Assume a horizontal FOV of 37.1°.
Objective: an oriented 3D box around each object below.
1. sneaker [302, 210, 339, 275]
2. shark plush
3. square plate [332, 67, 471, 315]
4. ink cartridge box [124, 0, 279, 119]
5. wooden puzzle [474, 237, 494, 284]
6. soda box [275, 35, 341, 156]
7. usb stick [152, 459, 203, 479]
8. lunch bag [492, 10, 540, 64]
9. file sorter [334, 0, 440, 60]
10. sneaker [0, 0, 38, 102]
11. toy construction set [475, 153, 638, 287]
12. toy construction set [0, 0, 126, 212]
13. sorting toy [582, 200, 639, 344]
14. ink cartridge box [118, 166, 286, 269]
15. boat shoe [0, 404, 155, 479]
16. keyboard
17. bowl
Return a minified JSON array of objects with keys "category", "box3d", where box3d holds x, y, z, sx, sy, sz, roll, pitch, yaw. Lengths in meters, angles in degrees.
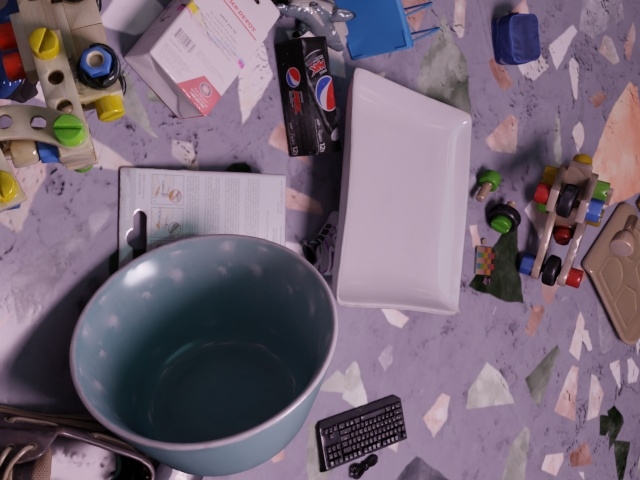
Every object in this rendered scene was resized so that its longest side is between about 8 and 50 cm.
[{"category":"sneaker","box3d":[0.000,0.000,1.416,0.069,0.038,0.098,14,81,-42]},{"category":"shark plush","box3d":[-0.018,-0.322,1.392,0.161,0.073,0.067,0,120,-47]},{"category":"square plate","box3d":[0.127,-0.062,1.497,0.344,0.049,0.347,10,84,-51]},{"category":"ink cartridge box","box3d":[-0.151,-0.271,1.259,0.115,0.067,0.198,49,61,-31]},{"category":"wooden puzzle","box3d":[0.293,0.037,1.705,0.049,0.006,0.083,6,87,-42]},{"category":"soda box","box3d":[-0.017,-0.208,1.385,0.053,0.060,0.168,-16,101,-44]},{"category":"usb stick","box3d":[-0.178,0.284,1.250,0.077,0.045,0.278,36,67,-35]},{"category":"lunch bag","box3d":[0.348,-0.365,1.716,0.067,0.065,0.098,-8,97,-26]},{"category":"file sorter","box3d":[0.096,-0.379,1.452,0.104,0.118,0.170,-34,112,-41]},{"category":"sneaker","box3d":[-0.346,-0.232,1.088,0.085,0.058,0.152,14,78,-44]},{"category":"toy construction set","box3d":[0.486,-0.070,1.702,0.237,0.309,0.257,-56,132,-33]},{"category":"toy construction set","box3d":[-0.323,-0.191,0.993,0.215,0.151,0.327,-17,95,-9]},{"category":"sorting toy","box3d":[0.666,0.040,2.028,0.307,0.041,0.229,-49,116,-31]},{"category":"ink cartridge box","box3d":[-0.159,-0.001,1.279,0.232,0.066,0.189,1,90,-21]},{"category":"boat shoe","box3d":[-0.338,0.243,1.047,0.355,0.130,0.132,6,86,-42]},{"category":"keyboard","box3d":[0.069,0.315,1.492,0.180,0.023,0.108,-10,97,-41]},{"category":"bowl","box3d":[-0.126,0.156,1.148,0.311,0.312,0.163,-48,148,-31]}]
